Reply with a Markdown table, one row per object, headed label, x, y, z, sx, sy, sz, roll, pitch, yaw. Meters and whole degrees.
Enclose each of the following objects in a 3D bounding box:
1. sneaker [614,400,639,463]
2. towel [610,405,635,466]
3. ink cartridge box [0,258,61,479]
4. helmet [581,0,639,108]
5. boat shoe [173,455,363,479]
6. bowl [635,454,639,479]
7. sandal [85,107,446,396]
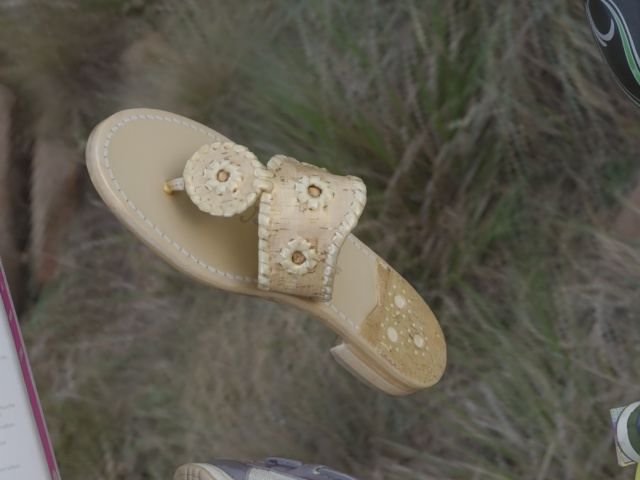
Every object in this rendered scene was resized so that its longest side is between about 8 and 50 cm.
| label | x | y | z | sx | sy | sz | roll | pitch | yaw |
| --- | --- | --- | --- | --- | --- | --- | --- | --- | --- |
| sneaker | 0.304 | 0.152 | 1.120 | 0.086 | 0.192 | 0.064 | 108 | 179 | -77 |
| towel | 0.322 | 0.190 | 1.616 | 0.060 | 0.009 | 0.083 | -14 | 37 | 12 |
| ink cartridge box | -0.284 | 0.063 | 1.034 | 0.175 | 0.371 | 0.069 | -12 | 21 | -2 |
| helmet | 0.274 | -0.149 | 1.110 | 0.169 | 0.161 | 0.169 | -41 | 6 | 5 |
| boat shoe | -0.027 | 0.209 | 1.190 | 0.285 | 0.092 | 0.103 | -10 | 90 | 64 |
| bowl | 0.362 | 0.168 | 1.028 | 0.289 | 0.289 | 0.156 | -55 | 33 | 11 |
| sandal | 0.001 | -0.005 | 0.803 | 0.079 | 0.240 | 0.088 | -25 | 42 | 36 |
